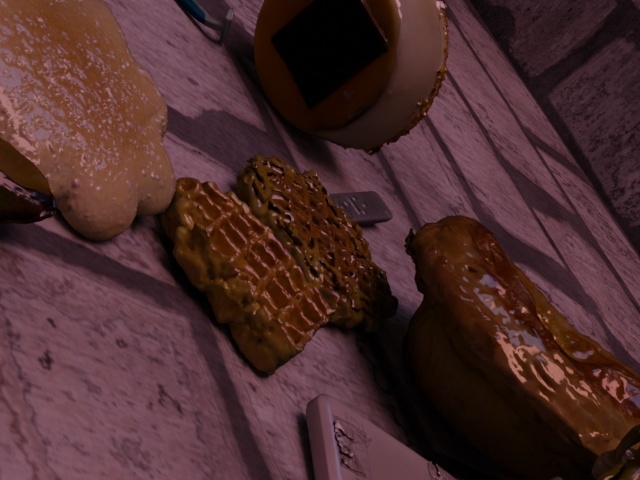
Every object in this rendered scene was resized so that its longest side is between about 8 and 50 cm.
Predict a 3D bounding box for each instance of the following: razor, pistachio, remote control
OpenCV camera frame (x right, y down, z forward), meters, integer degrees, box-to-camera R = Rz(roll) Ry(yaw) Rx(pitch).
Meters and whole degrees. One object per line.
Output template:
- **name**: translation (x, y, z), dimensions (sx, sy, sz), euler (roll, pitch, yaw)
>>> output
- **razor**: translation (-0.193, -0.355, 1.941), dimensions (0.191, 0.037, 0.068), euler (49, -24, 8)
- **pistachio**: translation (-0.293, -0.068, 1.146), dimensions (0.173, 0.049, 0.089), euler (42, 15, -1)
- **remote control**: translation (0.040, -0.040, 1.876), dimensions (0.050, 0.027, 0.184), euler (53, 24, 15)

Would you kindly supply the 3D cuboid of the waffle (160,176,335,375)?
- **waffle**: translation (-0.084, 0.025, 1.415), dimensions (0.211, 0.055, 0.160), euler (51, 18, -2)

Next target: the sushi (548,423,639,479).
- **sushi**: translation (0.316, 0.343, 1.358), dimensions (0.285, 0.328, 0.328), euler (24, 61, -7)

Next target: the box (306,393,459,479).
- **box**: translation (0.095, 0.263, 1.382), dimensions (0.285, 0.044, 0.142), euler (38, 24, -31)

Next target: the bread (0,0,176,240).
- **bread**: translation (-0.244, -0.145, 1.316), dimensions (0.316, 0.054, 0.316), euler (42, 31, -32)

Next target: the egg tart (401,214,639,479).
- **egg tart**: translation (0.239, 0.162, 1.653), dimensions (0.443, 0.178, 0.443), euler (42, 13, -12)

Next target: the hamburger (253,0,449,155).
- **hamburger**: translation (0.047, -0.270, 1.950), dimensions (0.179, 0.276, 0.294), euler (-5, 61, -54)

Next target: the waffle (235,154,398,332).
- **waffle**: translation (-0.001, 0.001, 1.661), dimensions (0.254, 0.052, 0.245), euler (54, 18, 10)
